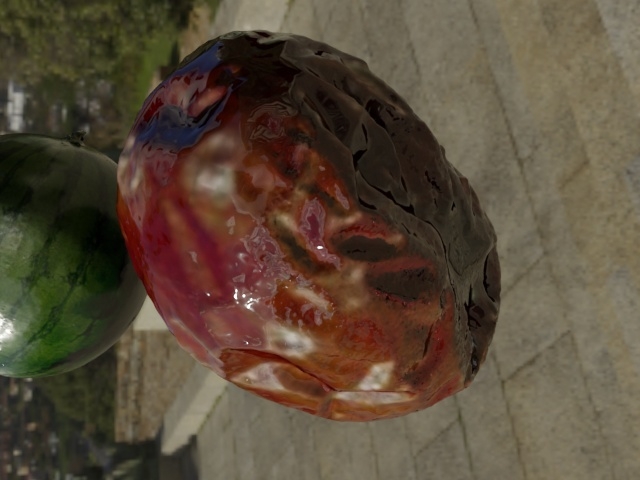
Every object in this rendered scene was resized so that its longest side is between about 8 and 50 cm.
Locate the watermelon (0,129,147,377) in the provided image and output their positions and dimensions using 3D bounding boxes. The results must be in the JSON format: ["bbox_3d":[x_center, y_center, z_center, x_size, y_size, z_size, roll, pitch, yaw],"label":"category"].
[{"bbox_3d":[-0.283,0.012,0.996,0.242,0.242,0.243,-179,90,-67],"label":"watermelon"}]

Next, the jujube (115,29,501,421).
[{"bbox_3d":[-0.001,0.001,0.860,0.276,0.377,0.277,-25,49,33],"label":"jujube"}]
